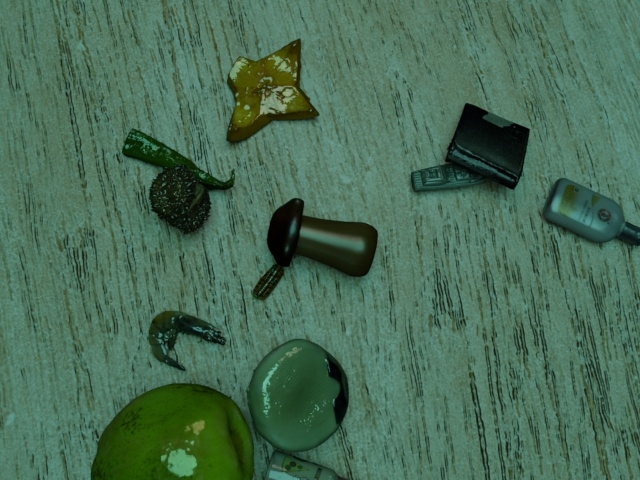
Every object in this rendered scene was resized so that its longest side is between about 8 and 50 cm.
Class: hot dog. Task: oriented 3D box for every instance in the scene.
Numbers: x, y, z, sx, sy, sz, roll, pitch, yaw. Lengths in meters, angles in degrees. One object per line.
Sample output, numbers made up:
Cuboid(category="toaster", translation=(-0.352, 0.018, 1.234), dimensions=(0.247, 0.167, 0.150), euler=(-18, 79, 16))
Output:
Cuboid(category="hot dog", translation=(-0.145, 0.114, 1.878), dimensions=(0.049, 0.037, 0.122), euler=(34, 78, 2))

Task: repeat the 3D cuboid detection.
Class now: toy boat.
Cuboid(category="toy boat", translation=(0.394, -0.193, 1.954), dimensions=(0.260, 0.085, 0.078), euler=(-9, 75, -5))

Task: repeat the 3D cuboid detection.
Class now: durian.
Cuboid(category="durian", translation=(-0.381, -0.108, 1.837), dimensions=(0.167, 0.196, 0.196), euler=(-44, 81, 17))

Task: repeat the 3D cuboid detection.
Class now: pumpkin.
Cuboid(category="pumpkin", translation=(-0.166, -0.443, 1.987), dimensions=(0.290, 0.095, 0.259), euler=(-15, 81, -3))

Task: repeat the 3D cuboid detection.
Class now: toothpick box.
Cuboid(category="toothpick box", translation=(0.000, 0.000, 1.842), dimensions=(0.294, 0.192, 0.192), euler=(15, 76, -5))

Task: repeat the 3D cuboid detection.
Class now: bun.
Cuboid(category="bun", translation=(-0.069, 0.402, 1.748), dimensions=(0.283, 0.179, 0.284), euler=(3, 83, -22))

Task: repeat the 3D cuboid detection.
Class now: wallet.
Cuboid(category="wallet", translation=(0.495, -0.284, 1.956), dimensions=(0.220, 0.071, 0.262), euler=(22, 51, 5))

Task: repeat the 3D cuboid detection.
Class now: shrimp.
Cuboid(category="shrimp", translation=(-0.369, 0.276, 1.824), dimensions=(0.217, 0.051, 0.150), euler=(15, 79, 9))

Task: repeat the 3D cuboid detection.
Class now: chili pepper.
Cuboid(category="chili pepper", translation=(-0.404, -0.225, 1.932), dimensions=(0.358, 0.076, 0.085), euler=(22, 91, 8))

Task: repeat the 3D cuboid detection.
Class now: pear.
Cuboid(category="pear", translation=(-0.356, 0.530, 1.600), dimensions=(0.390, 0.391, 0.392), euler=(1, 76, -2))

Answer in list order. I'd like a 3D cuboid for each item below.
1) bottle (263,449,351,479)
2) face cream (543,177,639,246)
Cuboid(category="bottle", translation=(-0.019, 0.631, 1.711), dimensions=(0.253, 0.120, 0.121), euler=(17, 76, 3))
Cuboid(category="face cream", translation=(0.801, -0.067, 1.949), dimensions=(0.291, 0.071, 0.144), euler=(27, 76, 4))
